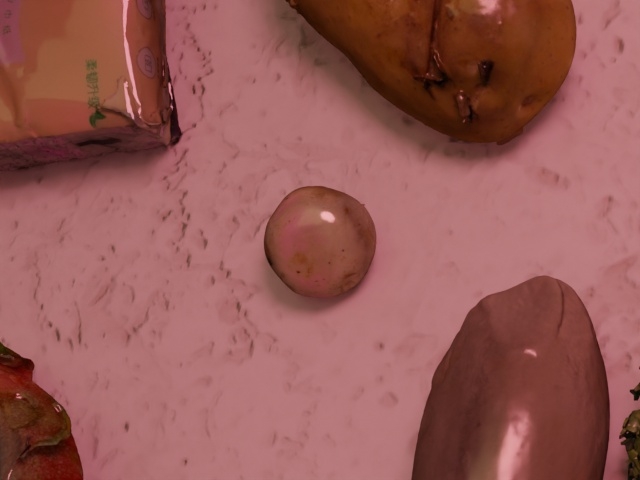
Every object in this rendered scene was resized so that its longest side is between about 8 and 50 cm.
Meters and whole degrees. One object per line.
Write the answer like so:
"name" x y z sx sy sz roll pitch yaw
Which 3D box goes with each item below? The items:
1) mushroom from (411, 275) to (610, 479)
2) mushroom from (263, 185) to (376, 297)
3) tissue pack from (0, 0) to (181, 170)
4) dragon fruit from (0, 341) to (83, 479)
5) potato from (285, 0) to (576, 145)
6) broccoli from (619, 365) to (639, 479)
"mushroom" 0.117 0.191 1.096 0.128 0.128 0.350 -2 67 20
"mushroom" 0.000 0.000 1.267 0.084 0.067 0.083 1 107 4
"tissue pack" -0.222 -0.190 1.397 0.215 0.123 0.256 -7 77 14
"dragon fruit" -0.294 0.188 1.246 0.295 0.130 0.268 21 74 28
"potato" 0.066 -0.206 1.295 0.300 0.140 0.173 50 131 27
"broccoli" 0.253 0.119 1.038 0.194 0.194 0.219 34 74 31
